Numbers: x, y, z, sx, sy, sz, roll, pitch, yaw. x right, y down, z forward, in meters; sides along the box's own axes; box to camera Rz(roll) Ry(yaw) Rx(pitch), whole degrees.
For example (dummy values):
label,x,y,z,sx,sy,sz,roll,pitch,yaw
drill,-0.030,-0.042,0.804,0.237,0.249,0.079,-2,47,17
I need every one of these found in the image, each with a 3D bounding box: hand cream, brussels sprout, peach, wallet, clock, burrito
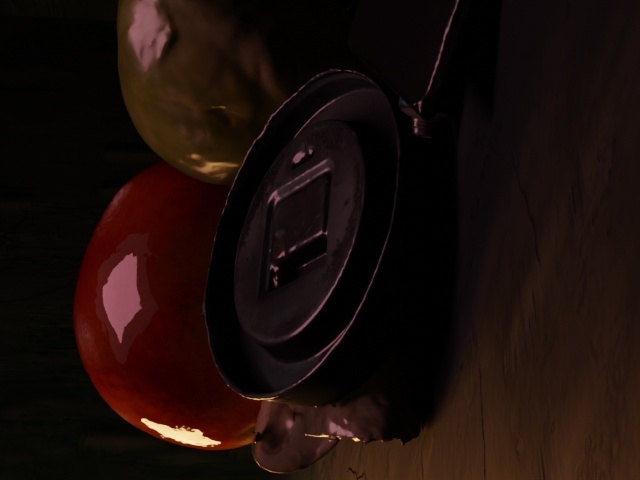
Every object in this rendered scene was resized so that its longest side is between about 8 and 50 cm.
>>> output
label,x,y,z,sx,sy,sz,roll,pitch,yaw
hand cream,0.100,-0.196,1.320,0.083,0.048,0.224,162,117,-84
brussels sprout,-0.087,-0.194,1.742,0.274,0.316,0.243,-43,16,39
peach,-0.145,0.078,2.022,0.388,0.388,0.388,-178,90,-85
wallet,0.074,-0.193,1.280,0.285,0.030,0.146,-123,47,-70
clock,-0.001,0.000,1.435,0.312,0.061,0.313,-36,44,45
burrito,0.041,0.073,1.496,0.143,0.105,0.299,109,165,-61

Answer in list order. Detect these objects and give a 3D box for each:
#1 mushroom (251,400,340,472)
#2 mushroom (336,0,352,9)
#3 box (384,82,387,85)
label,x,y,z,sx,sy,sz,roll,pitch,yaw
mushroom,-0.004,0.117,1.820,0.151,0.156,0.286,-61,-13,-74
mushroom,-0.029,-0.302,2.147,0.297,0.163,0.278,-123,35,-84
box,0.075,-0.144,1.697,0.093,0.015,0.058,-167,81,-85
